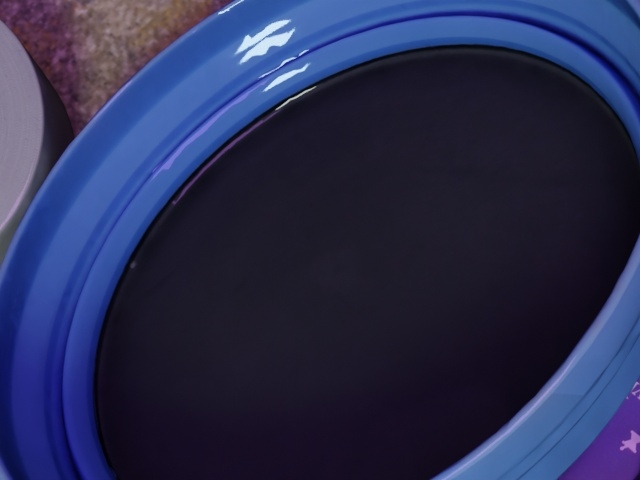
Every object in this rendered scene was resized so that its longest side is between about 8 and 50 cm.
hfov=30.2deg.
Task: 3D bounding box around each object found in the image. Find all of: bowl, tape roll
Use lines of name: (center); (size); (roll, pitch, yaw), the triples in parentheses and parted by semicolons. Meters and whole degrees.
bowl: (0.000, 0.000, 0.618); (0.391, 0.077, 0.391); (-20, 45, 21)
tape roll: (-0.271, -0.051, 0.759); (0.219, 0.072, 0.219); (-2, 71, 7)

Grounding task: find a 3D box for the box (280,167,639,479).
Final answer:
box: (0.103, 0.093, 0.645); (0.153, 0.108, 0.207); (39, 79, 17)
